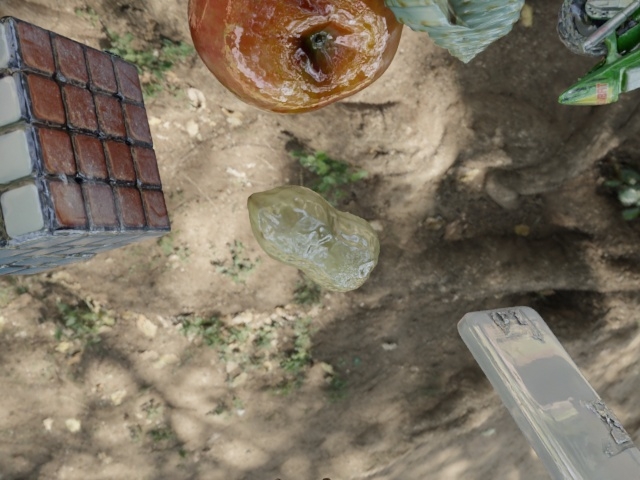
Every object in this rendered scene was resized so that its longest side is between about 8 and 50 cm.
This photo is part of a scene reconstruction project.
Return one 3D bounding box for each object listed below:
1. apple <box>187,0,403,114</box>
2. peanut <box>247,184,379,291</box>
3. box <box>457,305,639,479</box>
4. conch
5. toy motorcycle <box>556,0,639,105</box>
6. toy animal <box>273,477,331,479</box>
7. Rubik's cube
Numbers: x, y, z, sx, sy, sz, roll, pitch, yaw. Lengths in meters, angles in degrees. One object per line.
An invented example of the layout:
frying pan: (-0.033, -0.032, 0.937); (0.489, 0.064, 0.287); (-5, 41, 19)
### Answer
apple: (-0.016, -0.217, 0.650); (0.210, 0.164, 0.209); (-14, 132, -15)
peanut: (0.000, 0.000, 0.945); (0.123, 0.123, 0.257); (-50, 143, 8)
box: (0.286, 0.198, 0.830); (0.142, 0.285, 0.044); (-1, 138, -35)
conch: (0.092, -0.213, 0.536); (0.102, 0.153, 0.135); (-23, -167, 43)
toy motorcycle: (0.259, -0.140, 0.462); (0.074, 0.190, 0.106); (41, 50, -62)
toy animal: (0.004, 0.404, 1.027); (0.149, 0.276, 0.054); (7, 82, -33)
Rubik's cube: (-0.506, -0.133, 1.171); (0.337, 0.343, 0.344); (-14, 174, 19)
